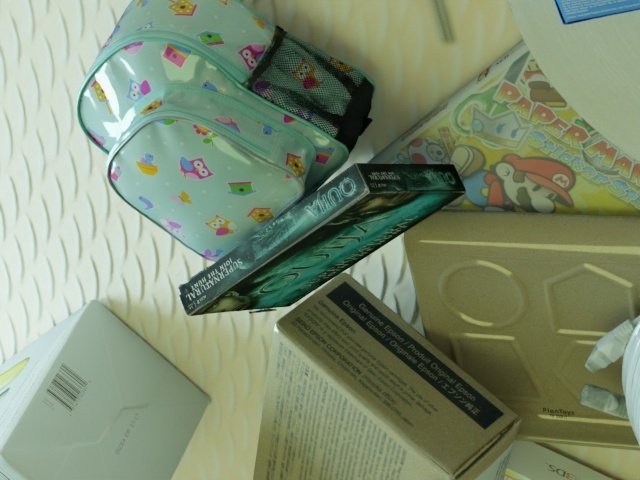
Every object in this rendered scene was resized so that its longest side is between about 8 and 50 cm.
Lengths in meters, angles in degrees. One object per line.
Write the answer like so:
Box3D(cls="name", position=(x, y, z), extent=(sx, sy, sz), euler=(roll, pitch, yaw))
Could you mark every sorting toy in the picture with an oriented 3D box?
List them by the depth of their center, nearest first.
Box3D(cls="sorting toy", position=(0.171, 0.065, 1.454), extent=(0.193, 0.038, 0.208), euler=(3, 126, 21))

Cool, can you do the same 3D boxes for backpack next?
Box3D(cls="backpack", position=(-0.082, -0.089, 1.386), extent=(0.188, 0.144, 0.166), euler=(39, 139, -8))

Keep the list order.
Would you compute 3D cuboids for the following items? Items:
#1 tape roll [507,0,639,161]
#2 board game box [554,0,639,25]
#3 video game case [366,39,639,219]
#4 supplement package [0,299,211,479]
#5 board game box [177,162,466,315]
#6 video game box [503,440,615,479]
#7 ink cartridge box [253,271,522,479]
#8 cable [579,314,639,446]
Box3D(cls="tape roll", position=(0.303, -0.185, 1.180), extent=(0.392, 0.072, 0.392), euler=(13, 133, 14))
Box3D(cls="board game box", position=(0.182, -0.235, 1.105), extent=(0.160, 0.047, 0.210), euler=(-7, 126, 30))
Box3D(cls="video game case", position=(0.174, -0.028, 1.407), extent=(0.227, 0.026, 0.206), euler=(40, 133, -14))
Box3D(cls="supplement package", position=(-0.238, 0.196, 1.669), extent=(0.149, 0.194, 0.203), euler=(43, 132, -15))
Box3D(cls="board game box", position=(0.000, 0.000, 1.392), extent=(0.186, 0.126, 0.026), euler=(-34, 72, 32))
Box3D(cls="video game box", position=(0.174, 0.251, 1.642), extent=(0.205, 0.048, 0.187), euler=(25, 138, 1))
Box3D(cls="ink cartridge box", position=(0.047, 0.170, 1.535), extent=(0.193, 0.088, 0.235), euler=(39, 146, 22))
Box3D(cls="cable", position=(0.346, 0.103, 1.365), extent=(0.257, 0.089, 0.257), euler=(29, 121, -18))
